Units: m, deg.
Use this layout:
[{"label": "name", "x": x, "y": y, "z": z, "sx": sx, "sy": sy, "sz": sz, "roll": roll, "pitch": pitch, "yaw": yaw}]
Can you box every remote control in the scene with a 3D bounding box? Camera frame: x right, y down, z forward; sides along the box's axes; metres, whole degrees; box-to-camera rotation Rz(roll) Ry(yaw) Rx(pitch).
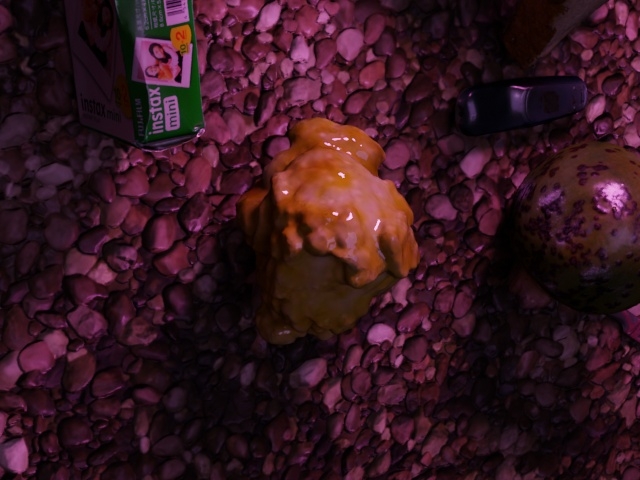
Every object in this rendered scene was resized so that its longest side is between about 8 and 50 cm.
[{"label": "remote control", "x": 0.287, "y": -0.194, "z": 1.950, "sx": 0.222, "sy": 0.042, "sz": 0.072, "roll": -12, "pitch": 107, "yaw": -26}]

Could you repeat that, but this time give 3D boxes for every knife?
[{"label": "knife", "x": 0.488, "y": 0.132, "z": 2.170, "sx": 0.247, "sy": 0.018, "sz": 0.035, "roll": 32, "pitch": 85, "yaw": -33}]

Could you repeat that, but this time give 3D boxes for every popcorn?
[{"label": "popcorn", "x": 0.000, "y": 0.000, "z": 1.745, "sx": 0.235, "sy": 0.242, "sz": 0.250, "roll": 24, "pitch": 131, "yaw": -4}]

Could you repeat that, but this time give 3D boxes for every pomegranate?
[{"label": "pomegranate", "x": 0.373, "y": -0.007, "z": 1.947, "sx": 0.254, "sy": 0.254, "sz": 0.270, "roll": 32, "pitch": 112, "yaw": -32}]

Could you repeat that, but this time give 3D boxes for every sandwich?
[{"label": "sandwich", "x": 0.347, "y": -0.357, "z": 1.827, "sx": 0.226, "sy": 0.251, "sz": 0.087, "roll": -40, "pitch": 83, "yaw": -11}]

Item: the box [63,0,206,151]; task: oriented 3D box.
[{"label": "box", "x": -0.218, "y": -0.237, "z": 1.582, "sx": 0.103, "sy": 0.180, "sz": 0.250, "roll": -14, "pitch": 109, "yaw": -29}]
